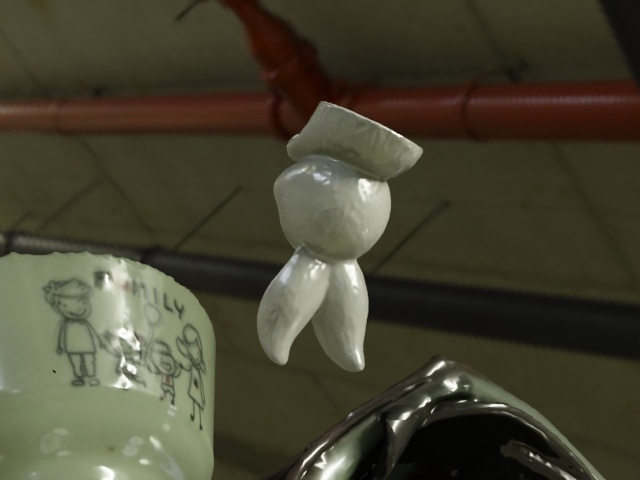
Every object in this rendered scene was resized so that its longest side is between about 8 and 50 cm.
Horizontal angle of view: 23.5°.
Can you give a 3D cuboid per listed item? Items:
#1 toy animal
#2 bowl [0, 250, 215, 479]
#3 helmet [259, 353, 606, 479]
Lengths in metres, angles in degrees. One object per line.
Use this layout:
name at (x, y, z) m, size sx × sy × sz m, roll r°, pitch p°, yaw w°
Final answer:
toy animal at (0.002, -0.002, 1.335) m, size 0.104 × 0.221 × 0.131 m, roll 19°, pitch 3°, yaw -36°
bowl at (-0.142, 0.112, 0.783) m, size 0.211 × 0.211 × 0.112 m, roll 75°, pitch -6°, yaw -51°
helmet at (0.020, 0.199, 0.604) m, size 0.177 × 0.305 × 0.225 m, roll -32°, pitch -79°, yaw 38°
